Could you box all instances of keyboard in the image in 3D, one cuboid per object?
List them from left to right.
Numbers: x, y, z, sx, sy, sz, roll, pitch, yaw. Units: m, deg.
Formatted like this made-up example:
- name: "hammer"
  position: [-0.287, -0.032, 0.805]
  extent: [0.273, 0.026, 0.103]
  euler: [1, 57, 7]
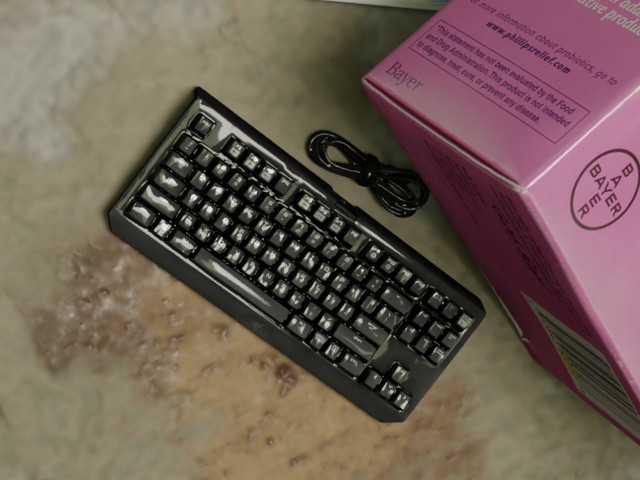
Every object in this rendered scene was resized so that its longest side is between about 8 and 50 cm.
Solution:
- name: "keyboard"
  position: [0.000, 0.000, 0.768]
  extent: [0.180, 0.023, 0.108]
  euler: [37, 87, -19]

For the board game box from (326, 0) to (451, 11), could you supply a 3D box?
- name: "board game box"
  position: [0.002, -0.302, 0.706]
  extent: [0.390, 0.050, 0.390]
  euler: [3, 98, -17]

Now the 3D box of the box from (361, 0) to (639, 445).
- name: "box"
  position: [0.179, -0.057, 0.722]
  extent: [0.243, 0.117, 0.213]
  euler: [-42, 132, -7]
